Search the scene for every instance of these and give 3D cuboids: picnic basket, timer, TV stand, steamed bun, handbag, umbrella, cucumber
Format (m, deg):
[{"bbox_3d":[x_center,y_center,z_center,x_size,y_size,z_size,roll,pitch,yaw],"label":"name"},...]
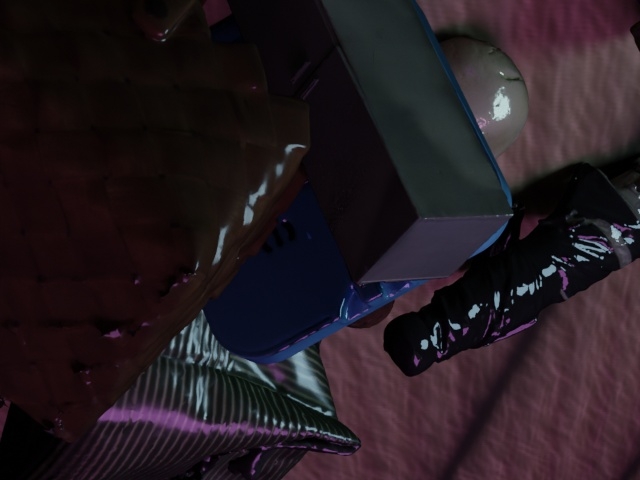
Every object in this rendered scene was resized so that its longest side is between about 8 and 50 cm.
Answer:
[{"bbox_3d":[-0.156,-0.079,1.161,0.254,0.291,0.321,-50,-175,44],"label":"picnic basket"},{"bbox_3d":[0.001,-0.053,1.326,0.231,0.250,0.091,-28,153,11],"label":"timer"},{"bbox_3d":[0.023,-0.105,1.216,0.088,0.270,0.083,-1,147,-39],"label":"TV stand"},{"bbox_3d":[0.117,-0.105,1.506,0.112,0.091,0.130,-23,154,-4],"label":"steamed bun"},{"bbox_3d":[-0.114,0.114,1.516,0.240,0.247,0.341,15,148,-17],"label":"handbag"},{"bbox_3d":[0.203,0.019,1.764,0.357,0.106,0.113,-28,143,-24],"label":"umbrella"},{"bbox_3d":[0.175,0.003,1.835,0.039,0.043,0.163,20,138,3],"label":"cucumber"}]

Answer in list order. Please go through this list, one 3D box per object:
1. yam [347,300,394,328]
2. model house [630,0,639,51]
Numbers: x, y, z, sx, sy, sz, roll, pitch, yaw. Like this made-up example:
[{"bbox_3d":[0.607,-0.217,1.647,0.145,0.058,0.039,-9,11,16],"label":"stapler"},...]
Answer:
[{"bbox_3d":[0.000,0.000,1.634,0.083,0.083,0.371,-26,155,6],"label":"yam"},{"bbox_3d":[0.331,-0.217,1.461,0.194,0.170,0.211,-23,127,15],"label":"model house"}]
